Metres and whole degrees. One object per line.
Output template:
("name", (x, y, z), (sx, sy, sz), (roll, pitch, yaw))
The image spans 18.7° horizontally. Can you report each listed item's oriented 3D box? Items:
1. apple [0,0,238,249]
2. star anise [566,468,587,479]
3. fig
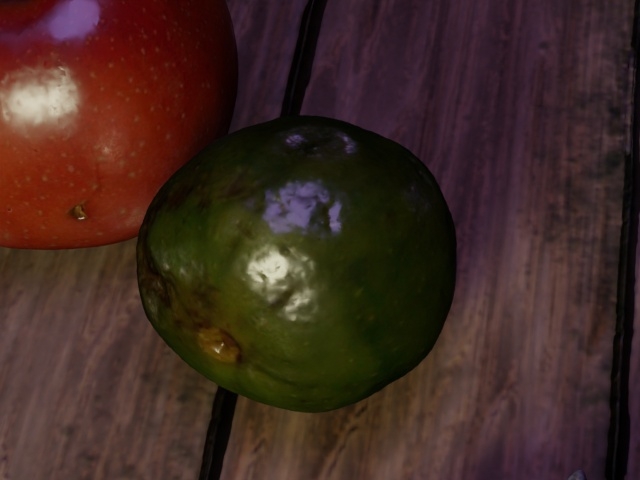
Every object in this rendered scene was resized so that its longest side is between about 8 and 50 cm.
("apple", (-0.183, -0.119, 1.313), (0.260, 0.216, 0.260), (-2, 52, 3))
("star anise", (0.093, 0.222, 1.036), (0.236, 0.109, 0.223), (-21, 18, 23))
("fig", (0.000, 0.000, 1.225), (0.195, 0.195, 0.245), (18, 32, 19))
